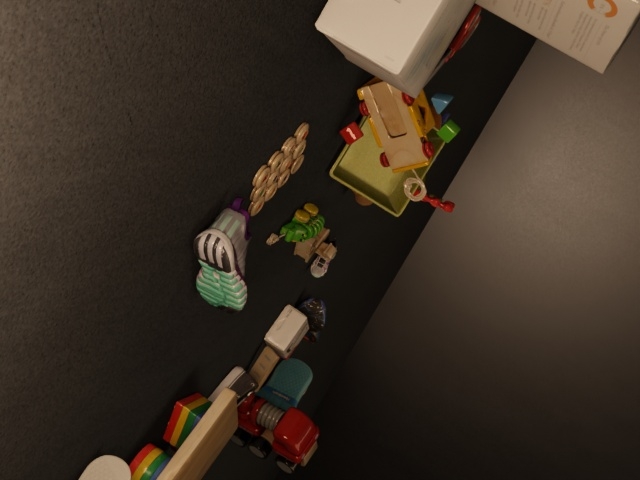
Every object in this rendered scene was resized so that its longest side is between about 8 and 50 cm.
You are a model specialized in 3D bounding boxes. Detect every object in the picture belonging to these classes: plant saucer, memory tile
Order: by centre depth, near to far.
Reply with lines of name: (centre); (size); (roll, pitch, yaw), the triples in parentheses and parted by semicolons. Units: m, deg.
memory tile: (-0.063, -0.109, 1.476); (0.148, 0.012, 0.113); (-51, 168, -34)
plant saucer: (0.123, -0.169, 1.840); (0.188, 0.188, 0.045); (-58, -148, 3)

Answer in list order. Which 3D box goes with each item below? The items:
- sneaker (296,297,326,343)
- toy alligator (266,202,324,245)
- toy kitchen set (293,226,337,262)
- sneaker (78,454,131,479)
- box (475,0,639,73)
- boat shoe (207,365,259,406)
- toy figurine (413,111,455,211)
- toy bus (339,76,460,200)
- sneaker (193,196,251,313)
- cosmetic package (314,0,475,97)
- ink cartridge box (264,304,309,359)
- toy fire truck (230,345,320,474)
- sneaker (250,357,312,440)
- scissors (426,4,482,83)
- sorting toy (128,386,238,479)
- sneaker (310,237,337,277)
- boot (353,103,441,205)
sneaker: (-0.023, 0.180, 2.361); (0.221, 0.083, 0.087); (111, 1, -67)
toy alligator: (-0.036, -0.019, 1.752); (0.189, 0.051, 0.056); (-41, 160, -57)
toy kitchen set: (0.000, 0.000, 1.924); (0.083, 0.068, 0.075); (-53, 168, -28)
sneaker: (-0.381, 0.482, 1.460); (0.296, 0.104, 0.147); (-56, 165, -32)
box: (0.380, -0.465, 1.569); (0.168, 0.345, 0.215); (-55, 170, -16)
boat shoe: (-0.209, 0.367, 2.000); (0.228, 0.076, 0.080); (-50, 167, -36)
toy figurine: (0.282, -0.204, 2.340); (0.217, 0.191, 0.362); (-64, 170, 7)
toy bus: (0.150, -0.207, 1.682); (0.104, 0.191, 0.202); (-45, 163, -51)
sneaker: (-0.127, 0.028, 1.400); (0.098, 0.083, 0.224); (-58, 170, -26)
cosmetic package: (0.125, -0.340, 1.339); (0.224, 0.138, 0.224); (-59, 171, 7)
ink cartridge box: (-0.077, 0.215, 2.223); (0.099, 0.056, 0.135); (-55, 170, -12)
toy fire truck: (-0.108, 0.387, 2.207); (0.158, 0.217, 0.246); (-51, 153, -30)
sneaker: (-0.136, 0.471, 2.506); (0.319, 0.127, 0.208); (-43, 161, -51)
scissors: (0.292, -0.419, 2.184); (0.297, 0.021, 0.109); (-56, 171, -17)
sorting toy: (-0.266, 0.399, 1.798); (0.257, 0.089, 0.255); (-53, 168, -23)
sneaker: (0.009, 0.032, 2.158); (0.069, 0.038, 0.098); (105, 10, -53)
boot: (0.166, -0.209, 1.991); (0.295, 0.104, 0.211); (-51, 168, -15)
